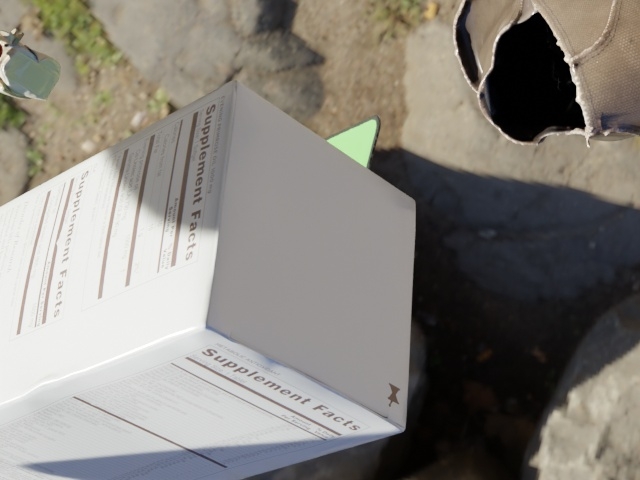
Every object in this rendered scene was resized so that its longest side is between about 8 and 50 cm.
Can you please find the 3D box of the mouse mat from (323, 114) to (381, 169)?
[{"bbox_3d":[0.000,0.000,1.125,0.007,0.190,0.152,16,170,-18],"label":"mouse mat"}]

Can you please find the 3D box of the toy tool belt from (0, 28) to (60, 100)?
[{"bbox_3d":[-0.260,-0.150,1.176,0.051,0.052,0.083,35,-177,42],"label":"toy tool belt"}]

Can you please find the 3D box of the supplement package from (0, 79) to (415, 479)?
[{"bbox_3d":[-0.086,0.044,0.731,0.244,0.134,0.139,-22,140,37],"label":"supplement package"}]

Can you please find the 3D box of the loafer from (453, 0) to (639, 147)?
[{"bbox_3d":[0.163,-0.141,1.030,0.130,0.366,0.134,-22,101,-10],"label":"loafer"}]
